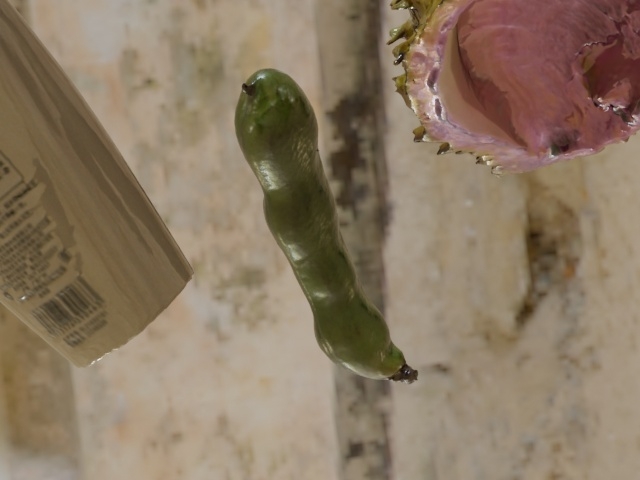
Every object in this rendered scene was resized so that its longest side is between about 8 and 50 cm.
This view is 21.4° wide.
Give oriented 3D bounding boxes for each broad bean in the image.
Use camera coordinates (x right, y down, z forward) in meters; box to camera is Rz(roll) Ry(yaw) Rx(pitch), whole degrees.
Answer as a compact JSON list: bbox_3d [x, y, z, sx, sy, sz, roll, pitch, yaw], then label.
[{"bbox_3d":[-0.001,0.000,1.065,0.256,0.053,0.052,67,-149,-31],"label":"broad bean"}]

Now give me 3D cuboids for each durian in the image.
[{"bbox_3d":[0.158,-0.160,0.829,0.341,0.191,0.112,-34,45,33],"label":"durian"}]

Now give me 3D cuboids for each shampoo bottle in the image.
[{"bbox_3d":[-0.170,-0.058,0.796,0.127,0.078,0.257,-30,105,40],"label":"shampoo bottle"}]
